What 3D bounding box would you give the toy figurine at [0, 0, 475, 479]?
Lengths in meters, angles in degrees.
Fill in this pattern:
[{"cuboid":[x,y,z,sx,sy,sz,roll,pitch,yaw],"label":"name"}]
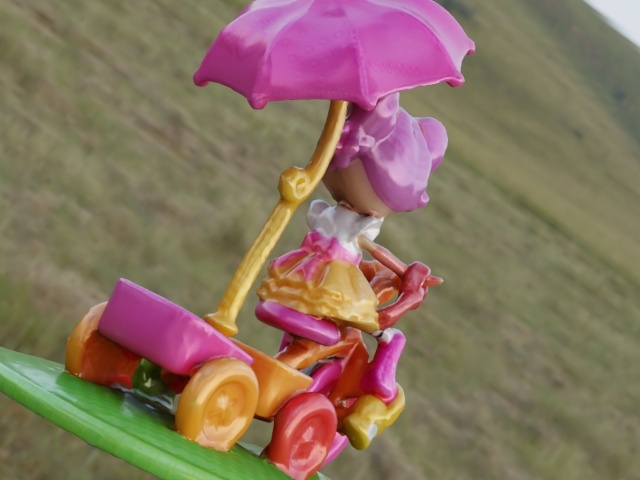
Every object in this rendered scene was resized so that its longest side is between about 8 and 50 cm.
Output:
[{"cuboid":[0.000,0.000,0.519,0.130,0.159,0.173,23,-5,36],"label":"toy figurine"}]
